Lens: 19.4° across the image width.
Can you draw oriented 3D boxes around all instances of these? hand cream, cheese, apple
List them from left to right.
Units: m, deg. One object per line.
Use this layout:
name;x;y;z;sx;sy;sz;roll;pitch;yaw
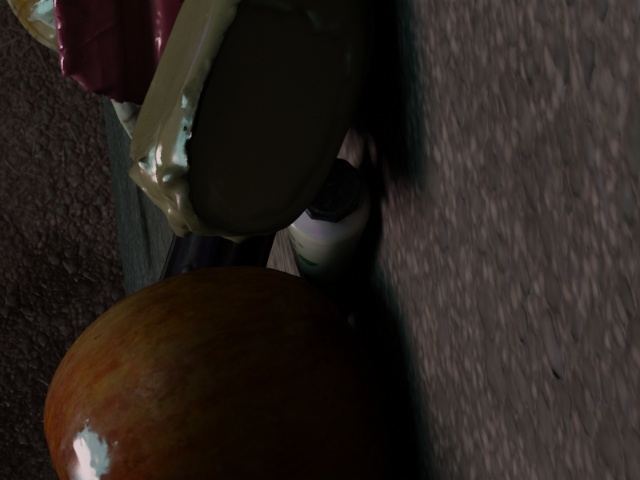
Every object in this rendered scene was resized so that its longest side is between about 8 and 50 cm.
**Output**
apple;-0.056;0.121;1.079;0.211;0.188;0.211;161;90;-80
cheese;-0.041;-0.080;0.999;0.202;0.091;0.175;174;118;-76
hand cream;0.000;0.000;1.120;0.234;0.050;0.080;97;157;-75

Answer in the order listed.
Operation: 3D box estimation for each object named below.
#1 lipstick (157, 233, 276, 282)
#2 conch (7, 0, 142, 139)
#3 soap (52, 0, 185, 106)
lipstick;-0.079;0.049;1.231;0.081;0.081;0.300;134;151;-78
conch;-0.134;-0.172;1.476;0.386;0.169;0.203;49;-164;-2
soap;-0.083;-0.183;1.086;0.099;0.162;0.250;-111;17;-54
